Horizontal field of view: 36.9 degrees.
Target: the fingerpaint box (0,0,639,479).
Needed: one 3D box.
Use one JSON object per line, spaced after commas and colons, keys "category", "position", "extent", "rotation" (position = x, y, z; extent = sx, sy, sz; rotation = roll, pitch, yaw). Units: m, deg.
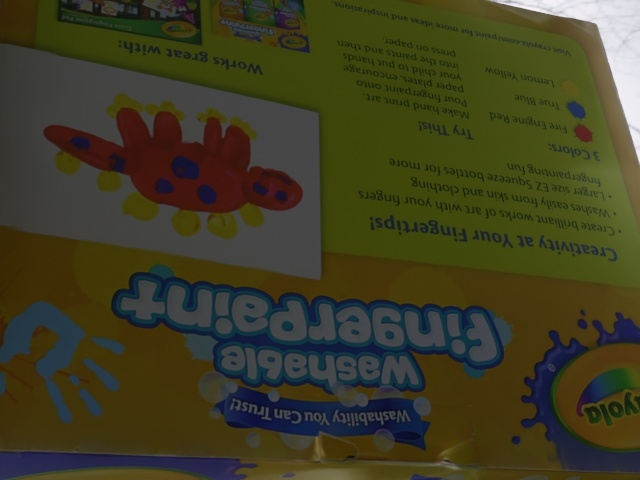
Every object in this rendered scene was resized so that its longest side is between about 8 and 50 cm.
{"category": "fingerpaint box", "position": [0.000, 0.000, 0.644], "extent": [0.163, 0.445, 0.371], "rotation": [125, -35, -52]}
